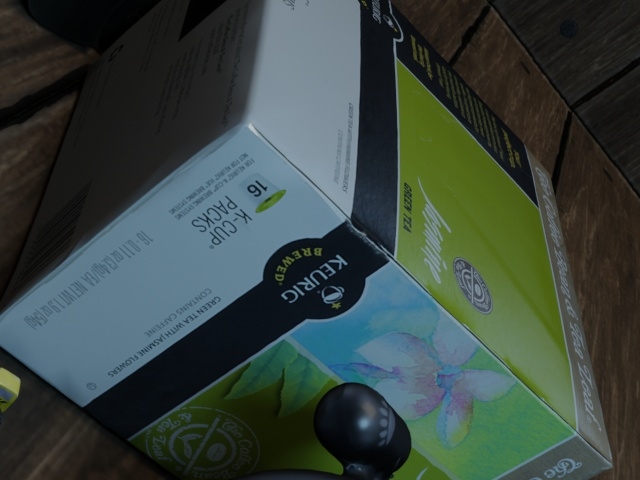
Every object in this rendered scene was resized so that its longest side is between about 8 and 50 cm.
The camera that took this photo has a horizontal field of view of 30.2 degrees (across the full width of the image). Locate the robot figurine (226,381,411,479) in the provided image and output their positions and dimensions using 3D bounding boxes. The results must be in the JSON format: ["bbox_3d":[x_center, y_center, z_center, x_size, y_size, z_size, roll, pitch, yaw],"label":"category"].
[{"bbox_3d":[0.000,0.197,0.561,0.173,0.209,0.278,49,1,20],"label":"robot figurine"}]

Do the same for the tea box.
[{"bbox_3d":[0.000,0.000,0.805,0.323,0.220,0.329,42,27,-24],"label":"tea box"}]

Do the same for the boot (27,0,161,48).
[{"bbox_3d":[-0.155,-0.246,1.000,0.263,0.091,0.229,26,37,-43],"label":"boot"}]

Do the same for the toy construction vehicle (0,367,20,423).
[{"bbox_3d":[-0.193,0.075,0.585,0.098,0.035,0.086,39,28,-30],"label":"toy construction vehicle"}]
